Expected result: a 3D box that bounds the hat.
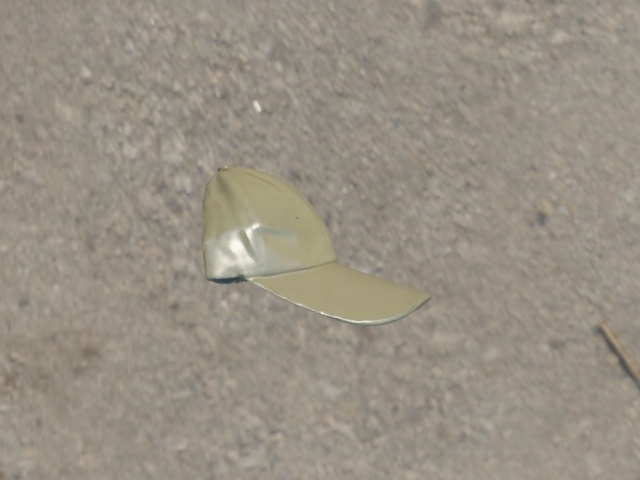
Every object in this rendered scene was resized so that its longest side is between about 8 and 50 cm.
[{"bbox_3d":[0.000,0.000,1.225,0.173,0.166,0.144,-6,89,9],"label":"hat"}]
